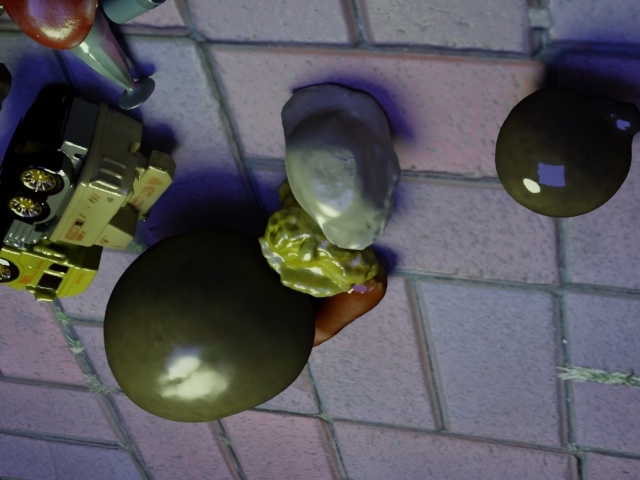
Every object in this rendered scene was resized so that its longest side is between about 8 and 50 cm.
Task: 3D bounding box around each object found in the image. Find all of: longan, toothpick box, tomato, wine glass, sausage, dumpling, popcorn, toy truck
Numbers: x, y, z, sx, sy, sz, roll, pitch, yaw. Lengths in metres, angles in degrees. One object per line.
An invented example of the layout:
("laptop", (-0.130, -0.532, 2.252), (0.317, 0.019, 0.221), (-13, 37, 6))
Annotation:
("longan", (0.331, -0.123, 1.711), (0.204, 0.159, 0.185), (-27, 124, 23))
("toothpick box", (-0.255, -0.336, 1.774), (0.083, 0.052, 0.052), (-17, 131, 40))
("tomato", (-0.380, -0.341, 1.745), (0.166, 0.082, 0.174), (-30, 96, 38))
("wine glass", (-0.307, -0.266, 1.875), (0.073, 0.073, 0.155), (-10, 138, 33))
("longan", (-0.187, 0.143, 2.129), (0.361, 0.361, 0.361), (12, 143, 9))
("sausage", (0.020, 0.109, 2.202), (0.089, 0.083, 0.300), (25, 146, -20))
("dumpling", (0.033, -0.107, 1.867), (0.162, 0.132, 0.250), (-19, 97, 9))
("popcorn", (0.003, -0.005, 1.999), (0.197, 0.156, 0.197), (21, 150, 13))
("toy truck", (-0.407, -0.063, 2.090), (0.254, 0.181, 0.405), (22, 141, -17))

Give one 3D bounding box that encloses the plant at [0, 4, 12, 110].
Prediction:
("plant", (-0.567, -0.261, 1.860), (0.213, 0.215, 0.312), (34, 116, 46))
